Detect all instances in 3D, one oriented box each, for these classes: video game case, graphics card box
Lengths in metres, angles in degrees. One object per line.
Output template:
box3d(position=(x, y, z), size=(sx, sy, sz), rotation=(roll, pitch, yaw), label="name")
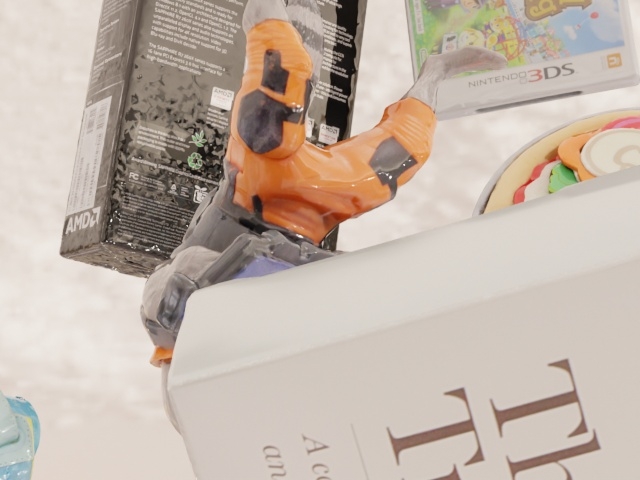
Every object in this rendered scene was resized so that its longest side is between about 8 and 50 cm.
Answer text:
box3d(position=(0.169, -0.219, 1.373), size=(0.193, 0.212, 0.023), rotation=(-9, 163, 14), label="video game case")
box3d(position=(-0.083, -0.139, 1.381), size=(0.232, 0.371, 0.094), rotation=(15, 163, -32), label="graphics card box")

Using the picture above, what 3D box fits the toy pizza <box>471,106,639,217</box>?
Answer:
box3d(position=(0.170, -0.001, 0.731), size=(0.201, 0.201, 0.032), rotation=(-4, 137, 0), label="toy pizza")

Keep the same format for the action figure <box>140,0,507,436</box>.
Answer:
box3d(position=(0.000, 0.000, 1.046), size=(0.178, 0.330, 0.341), rotation=(20, 173, 40), label="action figure")

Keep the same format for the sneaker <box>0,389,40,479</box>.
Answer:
box3d(position=(-0.300, 0.101, 1.023), size=(0.208, 0.319, 0.127), rotation=(-29, -147, -28), label="sneaker")

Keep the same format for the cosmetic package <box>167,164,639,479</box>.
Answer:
box3d(position=(0.150, 0.159, 0.424), size=(0.284, 0.377, 0.097), rotation=(-17, -168, 1), label="cosmetic package")
